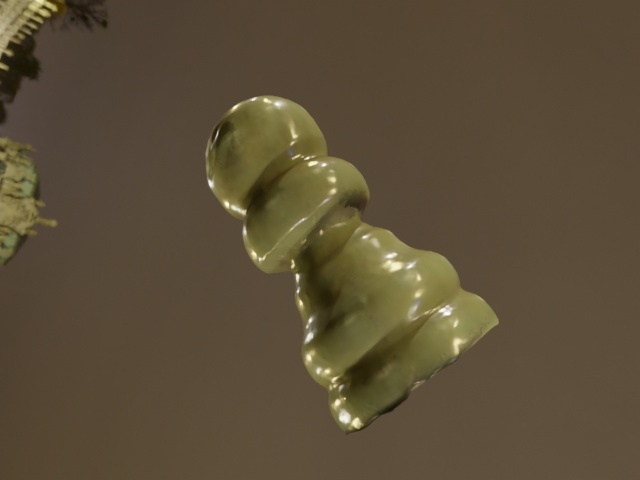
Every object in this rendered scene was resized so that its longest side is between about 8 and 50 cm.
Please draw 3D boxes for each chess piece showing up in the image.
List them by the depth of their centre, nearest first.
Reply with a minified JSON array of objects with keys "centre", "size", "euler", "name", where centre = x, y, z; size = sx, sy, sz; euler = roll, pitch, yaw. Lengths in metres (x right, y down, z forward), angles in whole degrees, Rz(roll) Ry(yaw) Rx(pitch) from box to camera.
[{"centre":[0.000,0.000,0.376],"size":[0.133,0.133,0.243],"euler":[-44,-106,27],"name":"chess piece"}]
